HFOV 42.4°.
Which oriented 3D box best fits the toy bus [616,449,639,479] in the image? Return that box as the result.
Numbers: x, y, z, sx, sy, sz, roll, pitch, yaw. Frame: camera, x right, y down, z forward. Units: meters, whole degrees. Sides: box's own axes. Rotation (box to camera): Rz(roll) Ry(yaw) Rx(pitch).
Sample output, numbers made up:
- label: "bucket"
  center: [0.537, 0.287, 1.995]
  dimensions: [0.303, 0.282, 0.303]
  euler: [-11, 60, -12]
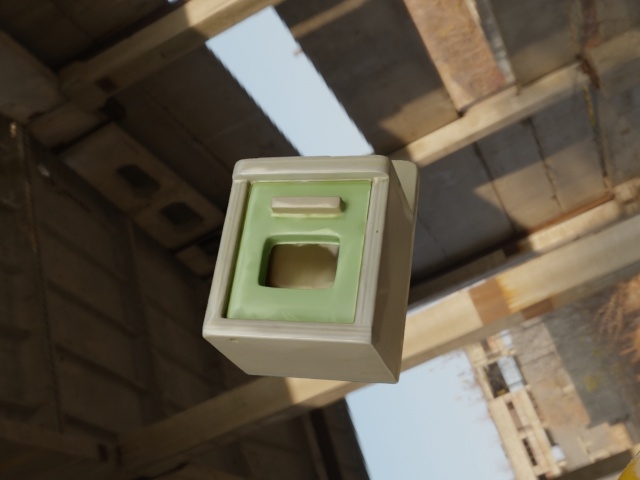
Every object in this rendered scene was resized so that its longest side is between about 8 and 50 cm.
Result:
- label: "toy bus"
  center: [0.278, 0.169, 0.427]
  dimensions: [0.108, 0.130, 0.333]
  euler: [44, 156, 0]

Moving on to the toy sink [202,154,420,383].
- label: "toy sink"
  center: [0.000, 0.000, 0.766]
  dimensions: [0.131, 0.152, 0.234]
  euler: [58, -143, -59]
